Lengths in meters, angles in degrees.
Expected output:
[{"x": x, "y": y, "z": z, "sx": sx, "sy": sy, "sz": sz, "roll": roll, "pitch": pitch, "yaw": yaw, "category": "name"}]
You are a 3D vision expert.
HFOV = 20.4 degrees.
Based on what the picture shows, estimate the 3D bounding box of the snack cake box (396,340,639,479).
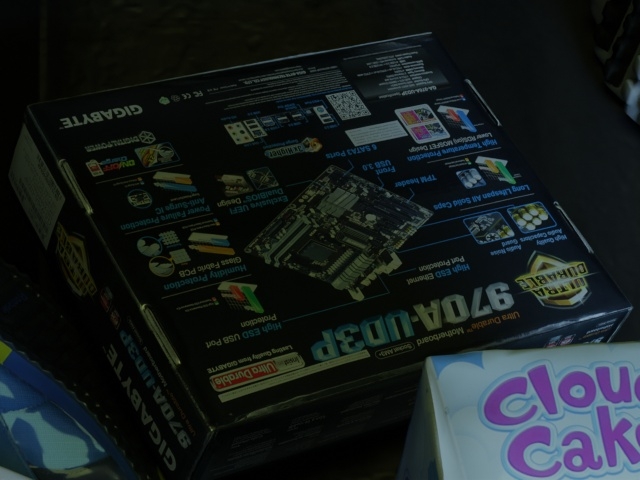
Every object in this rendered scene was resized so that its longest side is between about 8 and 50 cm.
[{"x": 0.096, "y": 0.134, "z": 0.591, "sx": 0.152, "sy": 0.264, "sz": 0.089, "roll": -2, "pitch": 56, "yaw": -7, "category": "snack cake box"}]

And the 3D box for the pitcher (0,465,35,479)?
[{"x": -0.129, "y": 0.194, "z": 0.631, "sx": 0.178, "sy": 0.125, "sz": 0.207, "roll": 24, "pitch": 66, "yaw": -14, "category": "pitcher"}]

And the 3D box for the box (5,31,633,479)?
[{"x": 0.000, "y": 0.000, "z": 0.768, "sx": 0.220, "sy": 0.051, "sz": 0.175, "roll": -14, "pitch": 57, "yaw": -32, "category": "box"}]

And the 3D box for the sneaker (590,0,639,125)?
[{"x": 0.193, "y": -0.166, "z": 0.901, "sx": 0.118, "sy": 0.110, "sz": 0.292, "roll": 3, "pitch": 56, "yaw": -14, "category": "sneaker"}]

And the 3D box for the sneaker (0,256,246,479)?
[{"x": -0.102, "y": 0.096, "z": 0.729, "sx": 0.209, "sy": 0.082, "sz": 0.069, "roll": 42, "pitch": 19, "yaw": 5, "category": "sneaker"}]
